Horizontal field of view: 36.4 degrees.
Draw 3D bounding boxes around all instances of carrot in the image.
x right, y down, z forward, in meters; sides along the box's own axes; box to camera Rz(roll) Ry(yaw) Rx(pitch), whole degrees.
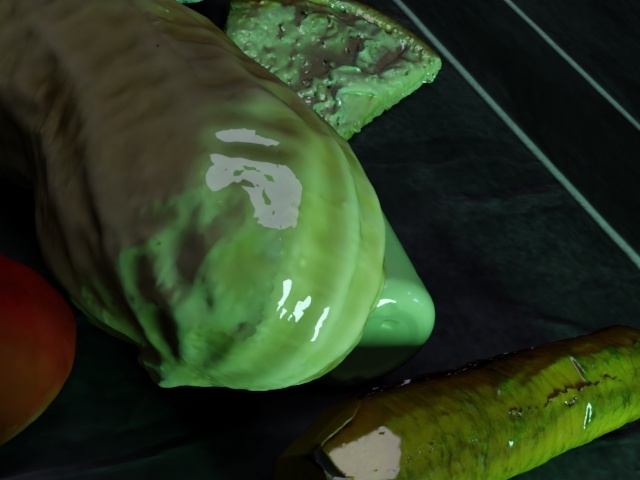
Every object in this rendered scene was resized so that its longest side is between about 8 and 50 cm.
[{"bbox_3d":[0.090,0.094,0.503,0.260,0.070,0.070,-9,49,-39],"label":"carrot"}]

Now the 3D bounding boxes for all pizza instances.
[{"bbox_3d":[-0.011,-0.146,0.763,0.181,0.034,0.262,31,37,5],"label":"pizza"}]

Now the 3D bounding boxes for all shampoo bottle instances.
[{"bbox_3d":[0.000,0.000,0.553,0.079,0.079,0.162,3,42,-28],"label":"shampoo bottle"}]

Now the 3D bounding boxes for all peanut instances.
[{"bbox_3d":[-0.092,-0.043,0.486,0.325,0.153,0.140,35,14,37],"label":"peanut"}]

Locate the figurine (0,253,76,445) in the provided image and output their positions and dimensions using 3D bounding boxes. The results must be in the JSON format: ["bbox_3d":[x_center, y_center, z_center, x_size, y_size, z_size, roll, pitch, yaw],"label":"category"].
[{"bbox_3d":[-0.232,0.020,0.300,0.270,0.261,0.211,30,67,-4],"label":"figurine"}]

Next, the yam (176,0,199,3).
[{"bbox_3d":[-0.153,-0.304,0.800,0.133,0.133,0.330,1,39,-30],"label":"yam"}]
